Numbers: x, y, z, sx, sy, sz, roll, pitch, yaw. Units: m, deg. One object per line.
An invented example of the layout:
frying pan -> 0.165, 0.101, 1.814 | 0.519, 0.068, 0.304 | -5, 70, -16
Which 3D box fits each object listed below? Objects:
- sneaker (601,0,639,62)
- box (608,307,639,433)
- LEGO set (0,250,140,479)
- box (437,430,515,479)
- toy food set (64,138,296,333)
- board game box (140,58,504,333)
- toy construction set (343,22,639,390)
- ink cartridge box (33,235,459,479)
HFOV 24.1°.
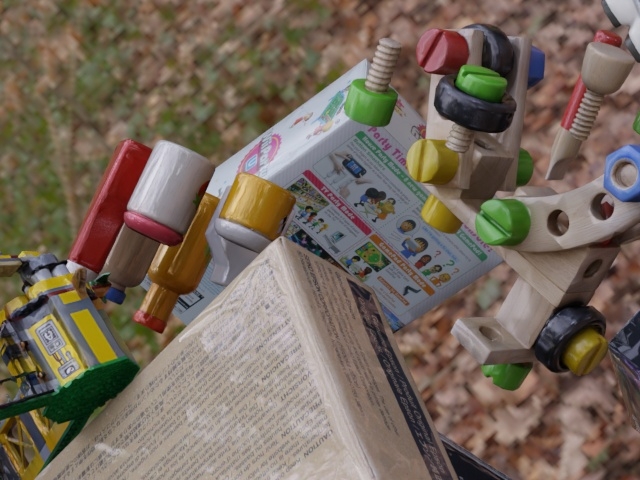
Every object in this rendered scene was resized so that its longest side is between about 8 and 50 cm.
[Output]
sneaker -> 0.201, -0.175, 0.750 | 0.147, 0.330, 0.129 | -32, 18, 25
box -> 0.400, 0.170, 1.505 | 0.103, 0.261, 0.184 | -44, 60, -6
LEGO set -> -0.292, 0.080, 0.871 | 0.331, 0.192, 0.255 | -20, -25, -33
box -> -0.045, 0.381, 1.332 | 0.480, 0.472, 0.297 | -23, 54, 27
toy food set -> -0.097, 0.004, 0.965 | 0.104, 0.111, 0.232 | -66, 17, -6
board game box -> 0.000, 0.000, 1.480 | 0.303, 0.224, 0.097 | -34, 28, 24
toy construction set -> 0.168, -0.027, 1.175 | 0.309, 0.257, 0.237 | -34, -34, -61
ink cartridge box -> -0.048, 0.146, 0.810 | 0.235, 0.088, 0.193 | -44, 40, 19
